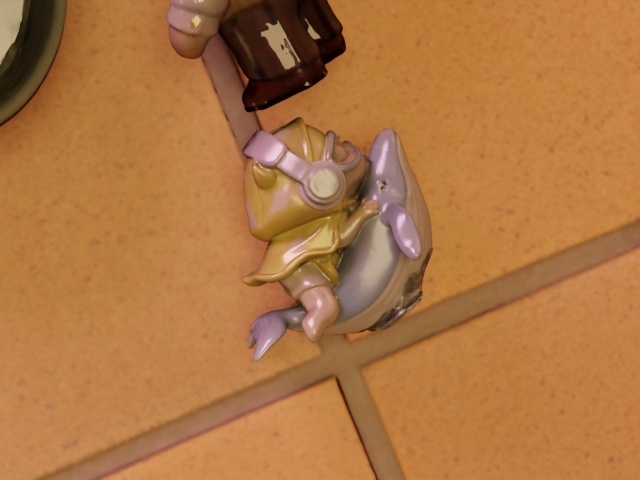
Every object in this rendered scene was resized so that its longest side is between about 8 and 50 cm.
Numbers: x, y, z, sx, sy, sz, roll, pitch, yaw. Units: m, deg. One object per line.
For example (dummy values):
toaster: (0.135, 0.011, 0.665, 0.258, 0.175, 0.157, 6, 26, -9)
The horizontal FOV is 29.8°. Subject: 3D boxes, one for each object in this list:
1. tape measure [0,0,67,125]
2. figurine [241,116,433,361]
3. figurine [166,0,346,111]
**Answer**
tape measure: (-0.320, -0.187, 0.876, 0.259, 0.138, 0.262, -26, 93, -10)
figurine: (0.000, 0.000, 0.939, 0.184, 0.128, 0.208, 37, 86, -5)
figurine: (-0.113, -0.283, 0.906, 0.218, 0.206, 0.365, -45, 128, -46)
